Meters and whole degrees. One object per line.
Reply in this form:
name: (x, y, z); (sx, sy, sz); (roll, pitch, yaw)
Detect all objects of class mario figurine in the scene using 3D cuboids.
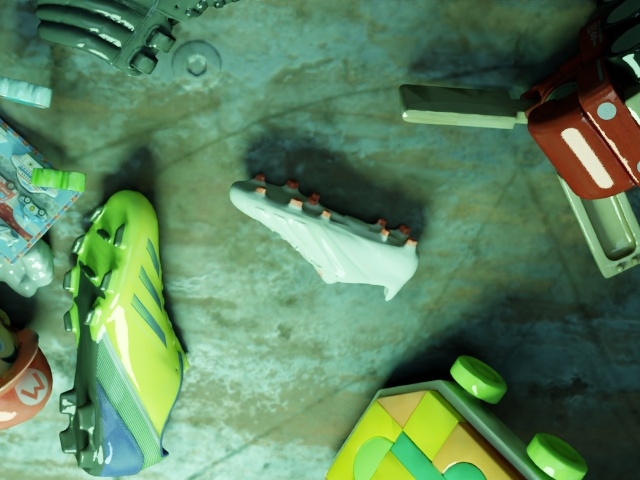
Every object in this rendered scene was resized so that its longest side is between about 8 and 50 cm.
mario figurine: (-0.367, 0.045, 1.121); (0.198, 0.170, 0.320); (-44, 103, 9)

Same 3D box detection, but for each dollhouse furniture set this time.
dollhouse furniture set: (0.316, -0.042, 1.144); (0.151, 0.123, 0.144); (-26, 108, 6)

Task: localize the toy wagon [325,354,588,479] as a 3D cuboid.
toy wagon: (0.137, 0.284, 1.151); (0.068, 0.344, 0.267); (16, 111, -44)

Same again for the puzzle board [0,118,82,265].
puzzle board: (-0.298, -0.053, 1.137); (0.128, 0.011, 0.096); (42, 71, -6)

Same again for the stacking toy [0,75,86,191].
stacking toy: (-0.300, -0.141, 1.095); (0.221, 0.052, 0.167); (11, 89, -7)

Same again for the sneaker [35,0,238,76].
sneaker: (-0.109, -0.208, 1.068); (0.296, 0.104, 0.146); (7, 101, -8)

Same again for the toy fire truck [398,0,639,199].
toy fire truck: (0.205, -0.118, 1.079); (0.246, 0.217, 0.158); (-32, 108, 23)

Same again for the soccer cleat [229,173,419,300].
soccer cleat: (0.000, 0.000, 1.176); (0.196, 0.068, 0.076); (21, 109, -12)

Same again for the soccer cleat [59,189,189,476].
soccer cleat: (-0.181, 0.090, 1.200); (0.121, 0.093, 0.289); (-2, 107, -34)
